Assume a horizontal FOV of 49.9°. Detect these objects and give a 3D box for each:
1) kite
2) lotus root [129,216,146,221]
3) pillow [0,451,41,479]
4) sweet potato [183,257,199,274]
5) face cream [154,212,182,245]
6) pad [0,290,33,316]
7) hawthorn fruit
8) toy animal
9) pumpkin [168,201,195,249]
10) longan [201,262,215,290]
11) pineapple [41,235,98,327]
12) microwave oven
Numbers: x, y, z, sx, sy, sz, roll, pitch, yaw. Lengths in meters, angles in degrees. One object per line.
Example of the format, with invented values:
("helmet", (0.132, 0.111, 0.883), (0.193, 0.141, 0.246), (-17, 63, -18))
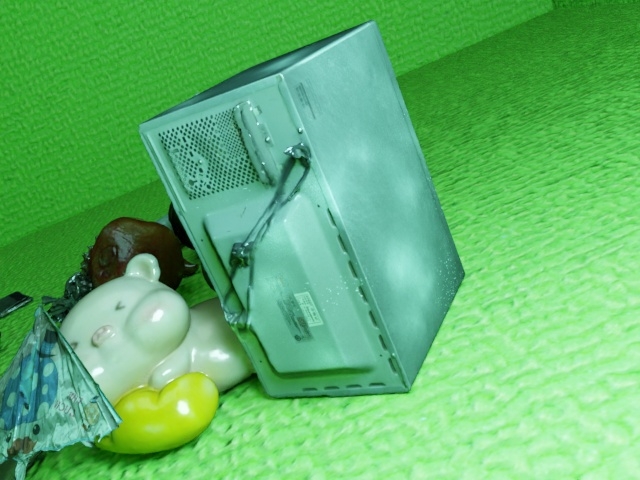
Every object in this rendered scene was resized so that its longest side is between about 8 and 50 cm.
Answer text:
("kite", (-0.400, 0.257, 0.935), (0.406, 0.014, 0.369), (-22, 58, 29))
("lotus root", (-0.574, 0.011, 2.010), (0.146, 0.131, 0.303), (-18, 19, 12))
("pillow", (-0.499, 0.359, 1.096), (0.130, 0.033, 0.217), (-14, 20, 22))
("sweet potato", (-0.399, 0.041, 1.704), (0.202, 0.055, 0.058), (22, 38, -1))
("face cream", (-0.435, -0.025, 1.998), (0.101, 0.101, 0.251), (-6, 26, 42))
("pad", (-0.999, 0.210, 2.140), (0.174, 0.022, 0.233), (-34, 20, -28))
("hawthorn fruit", (-0.420, 0.072, 1.541), (0.224, 0.224, 0.261), (-20, 31, 9))
("toy animal", (-0.244, 0.153, 1.024), (0.345, 0.247, 0.277), (-27, 19, -13))
("pumpkin", (-0.248, -0.092, 1.810), (0.320, 0.192, 0.320), (-21, 20, 8))
("longan", (-0.152, 0.025, 1.401), (0.185, 0.159, 0.204), (-17, 35, 53))
("pineapple", (-0.552, 0.104, 1.723), (0.175, 0.175, 0.361), (-12, 34, 31))
("microwave oven", (-0.001, -0.038, 0.977), (0.236, 0.432, 0.374), (-12, 20, 31))
